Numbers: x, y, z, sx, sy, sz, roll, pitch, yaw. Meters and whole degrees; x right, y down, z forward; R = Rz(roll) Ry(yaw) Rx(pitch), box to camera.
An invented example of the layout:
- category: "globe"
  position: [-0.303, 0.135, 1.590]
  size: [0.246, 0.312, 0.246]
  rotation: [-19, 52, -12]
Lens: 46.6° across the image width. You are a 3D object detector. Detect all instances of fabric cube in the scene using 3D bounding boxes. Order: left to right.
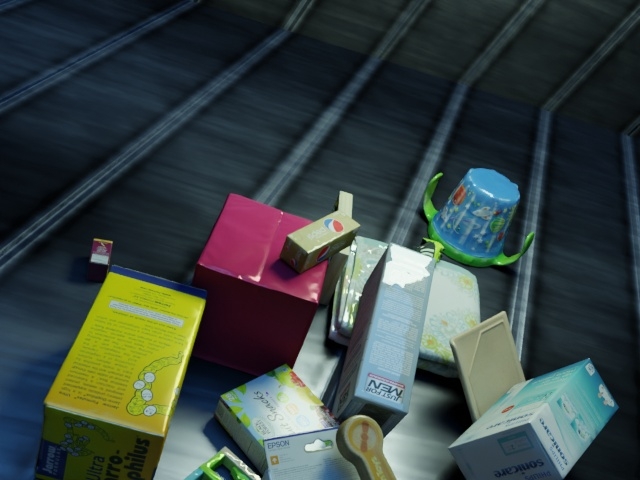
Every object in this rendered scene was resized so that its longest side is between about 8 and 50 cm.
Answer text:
- category: "fabric cube"
  position: [-0.138, 0.101, 1.579]
  size: [0.259, 0.254, 0.258]
  rotation: [19, 37, -4]

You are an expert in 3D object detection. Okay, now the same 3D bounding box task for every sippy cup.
- category: "sippy cup"
  position: [0.460, -0.080, 2.155]
  size: [0.306, 0.224, 0.240]
  rotation: [16, 36, -9]

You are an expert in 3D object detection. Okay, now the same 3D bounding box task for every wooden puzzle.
- category: "wooden puzzle"
  position: [0.380, 0.296, 1.679]
  size: [0.239, 0.044, 0.220]
  rotation: [-18, 92, -45]

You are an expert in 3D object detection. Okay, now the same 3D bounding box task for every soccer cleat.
- category: "soccer cleat"
  position: [0.248, 0.053, 1.823]
  size: [0.072, 0.060, 0.179]
  rotation: [23, 36, 14]

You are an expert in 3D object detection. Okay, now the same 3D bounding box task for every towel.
- category: "towel"
  position: [0.211, 0.162, 1.803]
  size: [0.375, 0.090, 0.320]
  rotation: [17, 45, -6]

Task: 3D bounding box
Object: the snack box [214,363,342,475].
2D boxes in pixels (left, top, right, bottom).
- category: "snack box"
  position: [-0.073, 0.356, 1.428]
  size: [0.174, 0.070, 0.207]
  rotation: [-19, 50, -40]

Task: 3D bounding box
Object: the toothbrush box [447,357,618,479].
- category: "toothbrush box"
  position: [0.436, 0.381, 1.510]
  size: [0.295, 0.216, 0.126]
  rotation: [-26, 83, -45]

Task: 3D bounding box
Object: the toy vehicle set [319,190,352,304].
- category: "toy vehicle set"
  position: [0.034, 0.015, 1.857]
  size: [0.035, 0.166, 0.267]
  rotation: [16, 35, -7]

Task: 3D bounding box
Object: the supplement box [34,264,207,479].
- category: "supplement box"
  position: [-0.345, 0.245, 1.328]
  size: [0.195, 0.194, 0.356]
  rotation: [17, 36, -6]

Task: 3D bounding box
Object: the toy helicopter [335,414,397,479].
- category: "toy helicopter"
  position: [0.111, 0.470, 1.254]
  size: [0.235, 0.140, 0.355]
  rotation: [-16, 68, -27]

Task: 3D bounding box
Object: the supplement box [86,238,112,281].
- category: "supplement box"
  position: [-0.489, 0.043, 1.643]
  size: [0.043, 0.055, 0.083]
  rotation: [10, 37, -15]

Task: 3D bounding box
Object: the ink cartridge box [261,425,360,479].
- category: "ink cartridge box"
  position: [0.009, 0.446, 1.302]
  size: [0.223, 0.045, 0.224]
  rotation: [0, 62, -32]

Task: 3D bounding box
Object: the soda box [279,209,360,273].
- category: "soda box"
  position: [0.000, 0.000, 1.515]
  size: [0.061, 0.058, 0.181]
  rotation: [39, 38, 21]

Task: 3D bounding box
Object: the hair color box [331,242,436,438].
- category: "hair color box"
  position: [0.131, 0.211, 1.542]
  size: [0.114, 0.185, 0.374]
  rotation: [20, 52, -3]

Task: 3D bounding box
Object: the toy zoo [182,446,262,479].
- category: "toy zoo"
  position: [-0.191, 0.487, 1.226]
  size: [0.192, 0.030, 0.293]
  rotation: [36, 37, 19]
